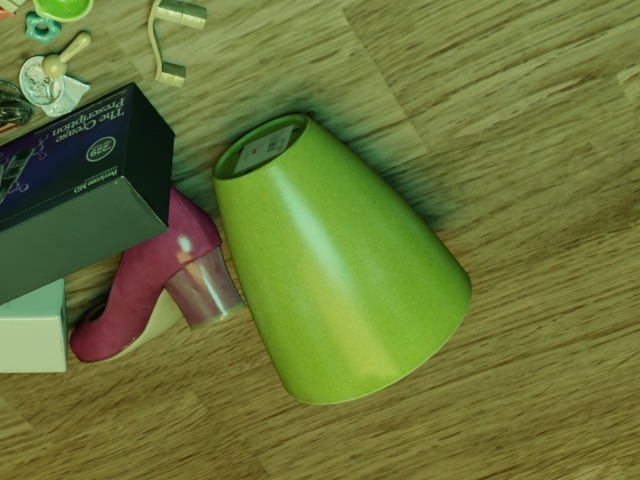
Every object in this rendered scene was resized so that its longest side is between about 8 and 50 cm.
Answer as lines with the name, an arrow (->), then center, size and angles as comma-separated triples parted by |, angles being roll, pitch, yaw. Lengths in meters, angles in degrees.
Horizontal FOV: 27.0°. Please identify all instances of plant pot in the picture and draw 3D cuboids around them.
plant pot -> 0.000, 0.000, 1.640 | 0.274, 0.275, 0.294 | -24, 115, 18

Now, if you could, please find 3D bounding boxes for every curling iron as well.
curling iron -> -0.469, -0.124, 1.612 | 0.274, 0.035, 0.068 | -20, 128, 14

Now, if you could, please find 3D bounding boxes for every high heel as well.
high heel -> -0.244, 0.045, 1.739 | 0.377, 0.127, 0.181 | -21, 97, 45

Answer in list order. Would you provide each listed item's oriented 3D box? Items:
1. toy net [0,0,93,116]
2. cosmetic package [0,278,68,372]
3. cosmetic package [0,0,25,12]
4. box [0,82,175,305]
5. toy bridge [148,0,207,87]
toy net -> -0.320, -0.223, 1.520 | 0.122, 0.045, 0.232 | 3, 134, -8
cosmetic package -> -0.461, 0.115, 1.810 | 0.231, 0.086, 0.117 | 0, 134, -7
cosmetic package -> -0.379, -0.381, 1.285 | 0.113, 0.160, 0.309 | -36, 125, 28
box -> -0.310, -0.052, 1.589 | 0.261, 0.184, 0.103 | -23, 132, 17
toy bridge -> -0.160, -0.258, 1.511 | 0.063, 0.026, 0.188 | 13, 131, -15
